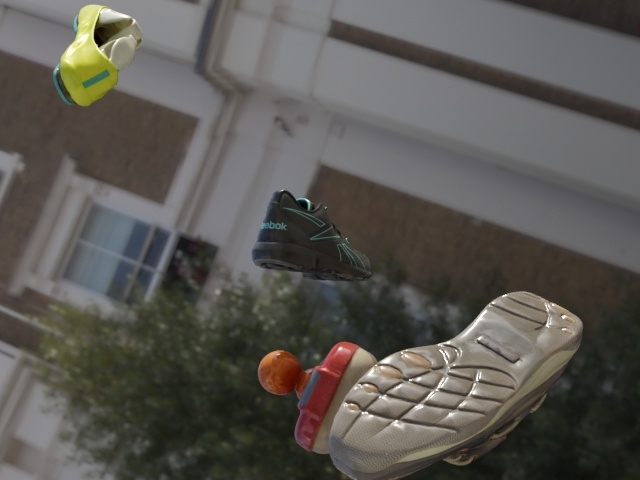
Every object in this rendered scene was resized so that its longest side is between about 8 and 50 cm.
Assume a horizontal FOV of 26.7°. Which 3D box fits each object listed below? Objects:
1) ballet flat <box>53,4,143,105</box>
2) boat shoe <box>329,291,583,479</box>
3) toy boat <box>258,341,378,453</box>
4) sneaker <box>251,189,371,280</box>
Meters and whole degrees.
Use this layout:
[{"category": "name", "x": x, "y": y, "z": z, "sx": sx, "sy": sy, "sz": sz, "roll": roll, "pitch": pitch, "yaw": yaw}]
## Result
[{"category": "ballet flat", "x": -0.238, "y": -0.215, "z": 1.511, "sx": 0.077, "sy": 0.077, "sz": 0.231, "roll": 59, "pitch": -166, "yaw": -24}, {"category": "boat shoe", "x": 0.151, "y": 0.179, "z": 1.425, "sx": 0.355, "sy": 0.132, "sz": 0.130, "roll": -24, "pitch": -47, "yaw": -37}, {"category": "toy boat", "x": -0.012, "y": 0.196, "z": 1.811, "sx": 0.231, "sy": 0.151, "sz": 0.151, "roll": 55, "pitch": -120, "yaw": -81}, {"category": "sneaker", "x": 0.000, "y": 0.000, "z": 1.895, "sx": 0.267, "sy": 0.101, "sz": 0.106, "roll": 19, "pitch": -107, "yaw": -62}]
